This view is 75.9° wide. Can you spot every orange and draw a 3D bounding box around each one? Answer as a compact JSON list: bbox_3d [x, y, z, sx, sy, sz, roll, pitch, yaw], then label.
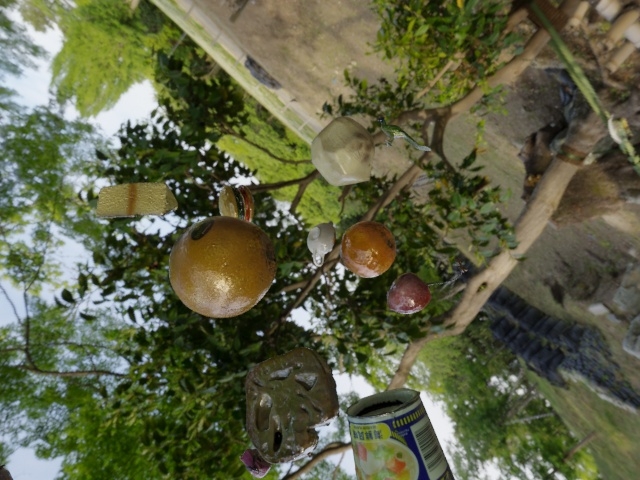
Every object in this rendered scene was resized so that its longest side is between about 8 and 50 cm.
[{"bbox_3d":[-0.249,0.067,1.067,0.274,0.274,0.274,40,-172,-7],"label":"orange"},{"bbox_3d":[0.202,0.037,1.761,0.246,0.246,0.246,40,-172,-7],"label":"orange"}]

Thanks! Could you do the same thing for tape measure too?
[{"bbox_3d":[-0.273,0.952,1.760,0.118,0.074,0.125,36,177,28],"label":"tape measure"}]

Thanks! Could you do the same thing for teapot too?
[{"bbox_3d":[0.000,0.000,1.763,0.092,0.226,0.145,29,154,-37],"label":"teapot"}]

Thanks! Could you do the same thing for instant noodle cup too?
[{"bbox_3d":[0.193,0.547,1.000,0.284,0.284,0.312,12,-118,-73],"label":"instant noodle cup"}]

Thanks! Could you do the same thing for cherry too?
[{"bbox_3d":[0.267,0.111,1.076,0.090,0.225,0.107,42,-168,-52],"label":"cherry"}]

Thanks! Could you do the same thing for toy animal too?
[{"bbox_3d":[0.262,-0.337,1.373,0.217,0.075,0.041,43,176,24],"label":"toy animal"}]

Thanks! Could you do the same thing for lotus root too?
[{"bbox_3d":[-0.115,0.566,1.460,0.375,0.390,0.111,20,171,36],"label":"lotus root"}]

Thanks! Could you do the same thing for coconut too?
[{"bbox_3d":[0.083,-0.276,1.319,0.224,0.224,0.224,40,-172,-7],"label":"coconut"}]

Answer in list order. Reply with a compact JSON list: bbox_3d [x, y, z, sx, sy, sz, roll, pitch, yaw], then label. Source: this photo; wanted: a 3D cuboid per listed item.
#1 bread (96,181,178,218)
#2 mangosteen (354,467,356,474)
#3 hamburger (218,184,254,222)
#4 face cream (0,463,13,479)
[{"bbox_3d":[-0.627,-0.106,1.444,0.178,0.240,0.135,89,177,-68],"label":"bread"},{"bbox_3d":[0.279,0.824,1.459,0.311,0.311,0.311,40,-172,-7],"label":"mangosteen"},{"bbox_3d":[-0.307,-0.126,1.500,0.115,0.162,0.162,-10,-142,-27],"label":"hamburger"},{"bbox_3d":[-0.802,0.665,1.038,0.229,0.075,0.075,56,-169,8],"label":"face cream"}]
